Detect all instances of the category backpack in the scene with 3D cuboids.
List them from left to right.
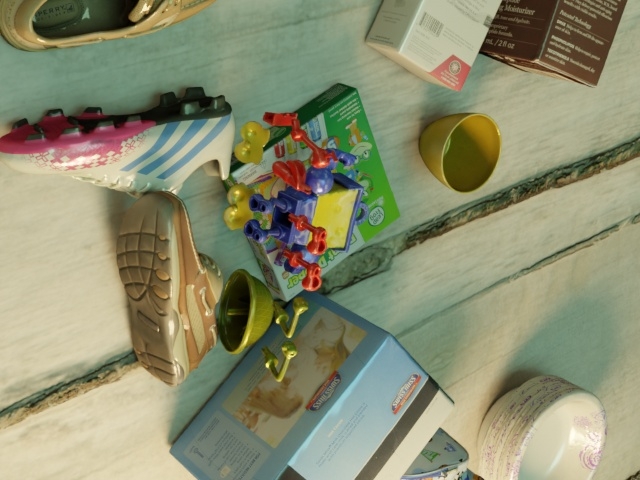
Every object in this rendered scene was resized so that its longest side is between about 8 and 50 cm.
[{"bbox_3d":[0.124,0.426,1.760,0.263,0.276,0.213,-17,112,-25],"label":"backpack"}]

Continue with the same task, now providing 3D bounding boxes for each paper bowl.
[{"bbox_3d":[0.425,0.403,2.048,0.284,0.148,0.284,-14,115,-33],"label":"paper bowl"}]

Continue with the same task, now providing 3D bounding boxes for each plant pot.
[{"bbox_3d":[0.218,-0.154,1.707,0.134,0.095,0.134,-15,116,-33],"label":"plant pot"}]

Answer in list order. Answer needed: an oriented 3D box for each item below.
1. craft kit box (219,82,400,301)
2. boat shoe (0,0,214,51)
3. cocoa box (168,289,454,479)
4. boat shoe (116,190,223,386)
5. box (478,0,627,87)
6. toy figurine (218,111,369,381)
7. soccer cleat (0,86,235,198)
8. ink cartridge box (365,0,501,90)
[{"bbox_3d":[-0.012,-0.074,1.587,0.250,0.061,0.246,-37,129,-21],"label":"craft kit box"},{"bbox_3d":[-0.225,-0.308,1.286,0.341,0.110,0.121,-29,118,-26],"label":"boat shoe"},{"bbox_3d":[-0.012,0.291,1.607,0.347,0.231,0.228,-51,129,-11],"label":"cocoa box"},{"bbox_3d":[-0.201,0.057,1.436,0.116,0.123,0.324,-32,144,-35],"label":"boat shoe"},{"bbox_3d":[0.377,-0.379,1.696,0.167,0.168,0.203,11,99,-39],"label":"box"},{"bbox_3d":[0.000,0.000,1.473,0.217,0.191,0.362,-8,116,-45],"label":"toy figurine"},{"bbox_3d":[-0.251,-0.104,1.345,0.331,0.116,0.143,-15,117,-33],"label":"soccer cleat"},{"bbox_3d":[0.188,-0.367,1.604,0.159,0.092,0.218,23,94,-41],"label":"ink cartridge box"}]
